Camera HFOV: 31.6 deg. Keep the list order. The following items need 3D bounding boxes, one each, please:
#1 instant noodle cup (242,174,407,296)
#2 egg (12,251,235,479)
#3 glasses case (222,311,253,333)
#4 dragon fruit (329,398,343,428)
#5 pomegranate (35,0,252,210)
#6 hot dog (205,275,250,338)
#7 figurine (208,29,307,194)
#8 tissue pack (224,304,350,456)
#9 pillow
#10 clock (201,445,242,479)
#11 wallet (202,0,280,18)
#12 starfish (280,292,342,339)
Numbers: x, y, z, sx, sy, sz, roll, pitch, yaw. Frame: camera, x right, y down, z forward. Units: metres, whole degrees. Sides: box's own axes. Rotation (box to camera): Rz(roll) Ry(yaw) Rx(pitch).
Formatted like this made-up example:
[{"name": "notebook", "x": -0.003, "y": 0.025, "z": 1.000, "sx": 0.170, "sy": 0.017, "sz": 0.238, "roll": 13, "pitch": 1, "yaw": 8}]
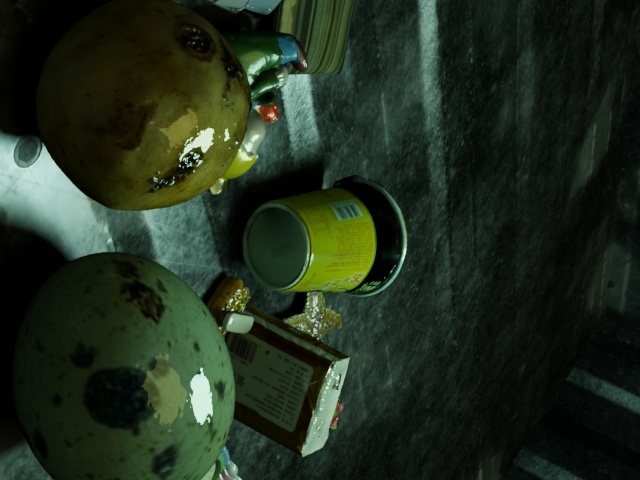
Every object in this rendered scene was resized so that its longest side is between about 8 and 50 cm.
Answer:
[{"name": "instant noodle cup", "x": 0.000, "y": 0.000, "z": 1.915, "sx": 0.236, "sy": 0.215, "sz": 0.216, "roll": -5, "pitch": 116, "yaw": -51}, {"name": "egg", "x": -0.257, "y": 0.186, "z": 1.482, "sx": 0.287, "sy": 0.287, "sz": 0.379, "roll": -48, "pitch": 149, "yaw": -32}, {"name": "glasses case", "x": -0.135, "y": 0.135, "z": 1.853, "sx": 0.083, "sy": 0.021, "sz": 0.032, "roll": 18, "pitch": 95, "yaw": -64}, {"name": "dragon fruit", "x": -0.008, "y": 0.335, "z": 2.276, "sx": 0.116, "sy": 0.086, "sz": 0.081, "roll": 35, "pitch": 49, "yaw": -51}, {"name": "pomegranate", "x": -0.211, "y": -0.162, "z": 1.354, "sx": 0.260, "sy": 0.260, "sz": 0.260, "roll": -41, "pitch": 144, "yaw": -39}, {"name": "hot dog", "x": -0.174, "y": 0.135, "z": 1.858, "sx": 0.165, "sy": 0.045, "sz": 0.071, "roll": -58, "pitch": 155, "yaw": -17}, {"name": "figurine", "x": -0.111, "y": -0.183, "z": 1.631, "sx": 0.185, "sy": 0.127, "sz": 0.234, "roll": -14, "pitch": 110, "yaw": -48}, {"name": "tissue pack", "x": -0.077, "y": 0.236, "z": 1.914, "sx": 0.092, "sy": 0.226, "sz": 0.183, "roll": -12, "pitch": 122, "yaw": -60}, {"name": "pillow", "x": -0.009, "y": -0.356, "z": 1.751, "sx": 0.212, "sy": 0.052, "sz": 0.208, "roll": -18, "pitch": 123, "yaw": -56}, {"name": "clock", "x": -0.233, "y": 0.433, "z": 1.907, "sx": 0.195, "sy": 0.100, "sz": 0.194, "roll": -52, "pitch": 147, "yaw": -30}, {"name": "wallet", "x": -0.103, "y": -0.393, "z": 1.537, "sx": 0.170, "sy": 0.069, "sz": 0.231, "roll": -55, "pitch": 153, "yaw": 17}, {"name": "starfish", "x": -0.031, "y": 0.190, "z": 2.148, "sx": 0.299, "sy": 0.060, "sz": 0.302, "roll": -67, "pitch": 154, "yaw": -4}]
